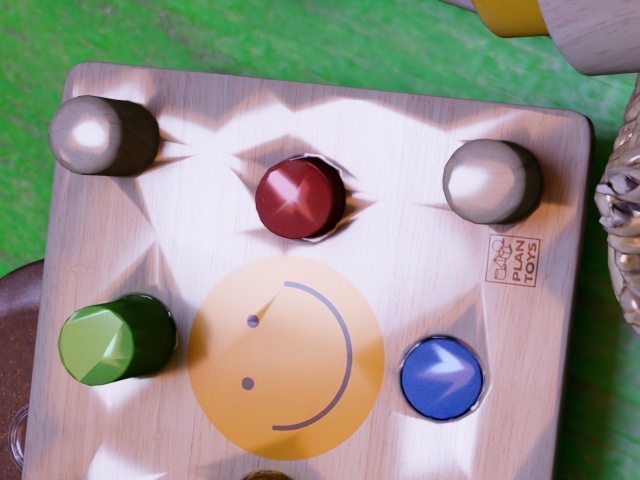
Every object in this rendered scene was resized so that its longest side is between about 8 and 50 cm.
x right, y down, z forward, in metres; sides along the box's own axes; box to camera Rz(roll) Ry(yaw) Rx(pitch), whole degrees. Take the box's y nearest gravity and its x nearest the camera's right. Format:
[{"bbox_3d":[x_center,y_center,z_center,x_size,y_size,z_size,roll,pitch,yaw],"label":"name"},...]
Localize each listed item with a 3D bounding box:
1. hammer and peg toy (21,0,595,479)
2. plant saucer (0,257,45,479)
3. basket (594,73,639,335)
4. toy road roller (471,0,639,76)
[{"bbox_3d":[0.000,0.000,0.868,0.266,0.127,0.361,8,93,15],"label":"hammer and peg toy"},{"bbox_3d":[-0.140,0.106,1.005,0.199,0.036,0.198,-2,86,25],"label":"plant saucer"},{"bbox_3d":[0.290,-0.015,0.772,0.299,0.223,0.213,-13,115,25],"label":"basket"},{"bbox_3d":[0.160,-0.244,0.713,0.202,0.240,0.329,-2,50,29],"label":"toy road roller"}]
